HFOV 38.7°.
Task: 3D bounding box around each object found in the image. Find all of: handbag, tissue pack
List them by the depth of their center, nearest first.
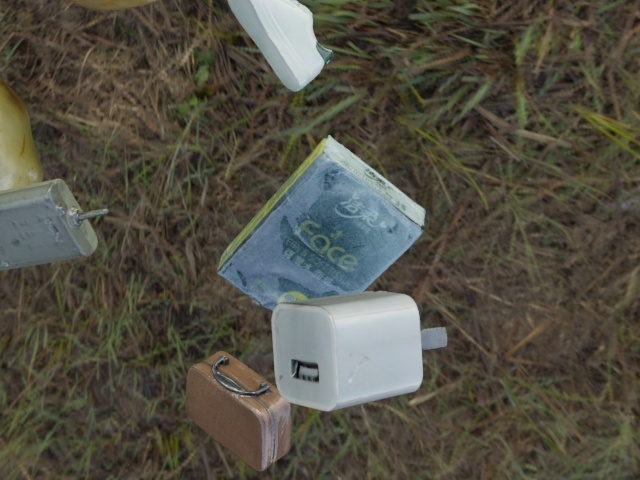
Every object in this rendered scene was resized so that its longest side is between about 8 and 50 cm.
[{"bbox_3d":[0.000,0.000,1.300,0.185,0.081,0.257,36,119,-15],"label":"tissue pack"},{"bbox_3d":[-0.134,0.274,1.495,0.072,0.193,0.151,-27,138,-40],"label":"handbag"}]

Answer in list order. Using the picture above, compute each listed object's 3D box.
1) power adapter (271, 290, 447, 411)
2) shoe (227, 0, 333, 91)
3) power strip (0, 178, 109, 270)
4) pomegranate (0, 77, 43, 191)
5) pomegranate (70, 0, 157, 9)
[{"bbox_3d":[0.060,0.127,1.120,0.205,0.130,0.125,-5,92,-35],"label":"power adapter"},{"bbox_3d":[-0.077,-0.406,1.656,0.110,0.095,0.265,-34,103,-20],"label":"shoe"},{"bbox_3d":[-0.342,-0.012,1.004,0.268,0.034,0.092,-9,123,24],"label":"power strip"},{"bbox_3d":[-0.656,-0.149,1.596,0.333,0.332,0.332,-3,110,-9],"label":"pomegranate"},{"bbox_3d":[-0.327,-0.517,1.391,0.338,0.338,0.338,-3,110,-9],"label":"pomegranate"}]
